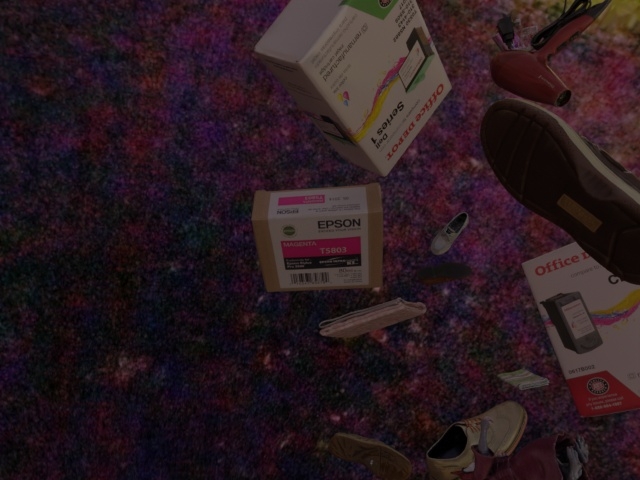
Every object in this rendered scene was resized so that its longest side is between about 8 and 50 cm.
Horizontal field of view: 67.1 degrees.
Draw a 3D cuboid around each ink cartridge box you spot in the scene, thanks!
[{"bbox_3d":[0.066,-0.261,0.741,0.117,0.201,0.278,34,-4,40],"label":"ink cartridge box"},{"bbox_3d":[0.547,0.147,0.894,0.131,0.226,0.306,8,60,-47],"label":"ink cartridge box"},{"bbox_3d":[0.000,0.000,0.912,0.234,0.193,0.088,-3,41,4],"label":"ink cartridge box"}]

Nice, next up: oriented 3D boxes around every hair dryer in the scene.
[{"bbox_3d":[0.443,-0.382,0.947,0.080,0.223,0.294,27,62,-39],"label":"hair dryer"}]

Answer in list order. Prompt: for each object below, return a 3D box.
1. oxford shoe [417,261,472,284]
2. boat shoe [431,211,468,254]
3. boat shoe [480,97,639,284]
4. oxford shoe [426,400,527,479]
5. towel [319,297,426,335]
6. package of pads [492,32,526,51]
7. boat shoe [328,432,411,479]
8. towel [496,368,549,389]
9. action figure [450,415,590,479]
[{"bbox_3d":[0.497,0.137,1.927,0.212,0.076,0.076,-6,50,16],"label":"oxford shoe"},{"bbox_3d":[0.559,-0.037,2.092,0.079,0.081,0.227,39,80,23],"label":"boat shoe"},{"bbox_3d":[0.283,-0.060,0.530,0.095,0.095,0.257,-10,56,-35],"label":"boat shoe"},{"bbox_3d":[0.502,0.625,1.533,0.397,0.147,0.140,-32,27,-20],"label":"oxford shoe"},{"bbox_3d":[0.197,0.287,1.772,0.317,0.331,0.053,25,47,-62],"label":"towel"},{"bbox_3d":[0.507,-0.531,1.295,0.083,0.050,0.032,48,-3,-9],"label":"package of pads"},{"bbox_3d":[0.173,0.723,1.649,0.285,0.105,0.089,18,2,14],"label":"boat shoe"},{"bbox_3d":[0.694,0.475,1.665,0.113,0.023,0.152,-7,1,-9],"label":"towel"},{"bbox_3d":[0.526,0.632,1.282,0.248,0.370,0.276,41,33,-28],"label":"action figure"}]
